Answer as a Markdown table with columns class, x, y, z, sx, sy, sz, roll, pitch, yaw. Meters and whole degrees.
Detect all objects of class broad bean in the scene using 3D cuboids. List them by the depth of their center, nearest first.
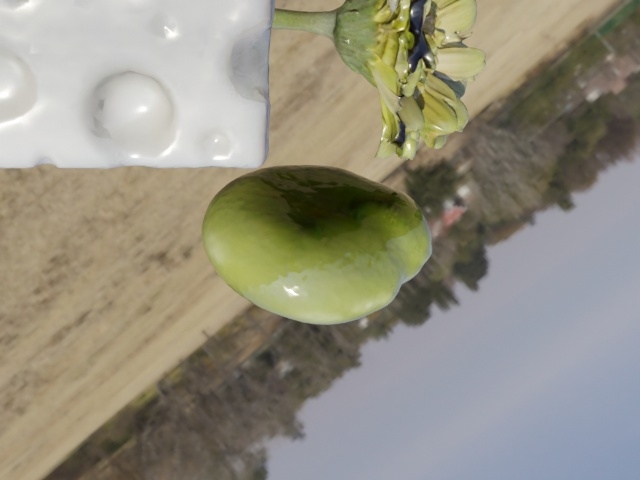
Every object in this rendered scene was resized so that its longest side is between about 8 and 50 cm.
| class | x | y | z | sx | sy | sz | roll | pitch | yaw |
| --- | --- | --- | --- | --- | --- | --- | --- | --- | --- |
| broad bean | 0.000 | 0.000 | 1.284 | 0.291 | 0.238 | 0.119 | 1 | 138 | -18 |

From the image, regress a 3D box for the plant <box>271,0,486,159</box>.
| class | x | y | z | sx | sy | sz | roll | pitch | yaw |
| --- | --- | --- | --- | --- | --- | --- | --- | --- | --- |
| plant | 0.079 | -0.274 | 1.280 | 0.261 | 0.297 | 0.306 | 113 | 0 | -75 |

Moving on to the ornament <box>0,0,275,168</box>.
| class | x | y | z | sx | sy | sz | roll | pitch | yaw |
| --- | --- | --- | --- | --- | --- | --- | --- | --- | --- |
| ornament | -0.147 | -0.187 | 0.489 | 0.240 | 0.240 | 0.239 | -106 | -163 | -62 |
